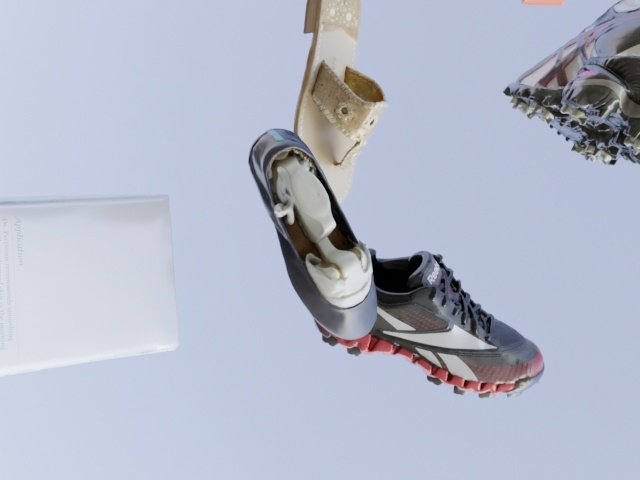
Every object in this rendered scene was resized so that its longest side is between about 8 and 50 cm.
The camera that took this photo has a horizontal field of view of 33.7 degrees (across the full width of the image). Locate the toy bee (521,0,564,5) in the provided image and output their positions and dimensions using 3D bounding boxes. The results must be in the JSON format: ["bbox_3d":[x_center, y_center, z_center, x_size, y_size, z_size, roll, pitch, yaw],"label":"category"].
[{"bbox_3d":[0.295,-0.408,1.230,0.298,0.195,0.162,145,-48,-65],"label":"toy bee"}]

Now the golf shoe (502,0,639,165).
[{"bbox_3d":[0.234,-0.130,0.845,0.105,0.273,0.120,33,-88,-9],"label":"golf shoe"}]

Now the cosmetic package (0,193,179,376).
[{"bbox_3d":[-0.274,0.034,0.880,0.224,0.224,0.138,-2,-89,46],"label":"cosmetic package"}]

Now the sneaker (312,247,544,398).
[{"bbox_3d":[0.135,0.088,1.194,0.276,0.098,0.135,20,-59,-3],"label":"sneaker"}]

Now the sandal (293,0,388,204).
[{"bbox_3d":[0.030,-0.151,1.067,0.079,0.088,0.240,8,-81,46],"label":"sandal"}]

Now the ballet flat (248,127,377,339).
[{"bbox_3d":[0.000,0.000,0.891,0.074,0.074,0.203,-13,-72,41],"label":"ballet flat"}]
